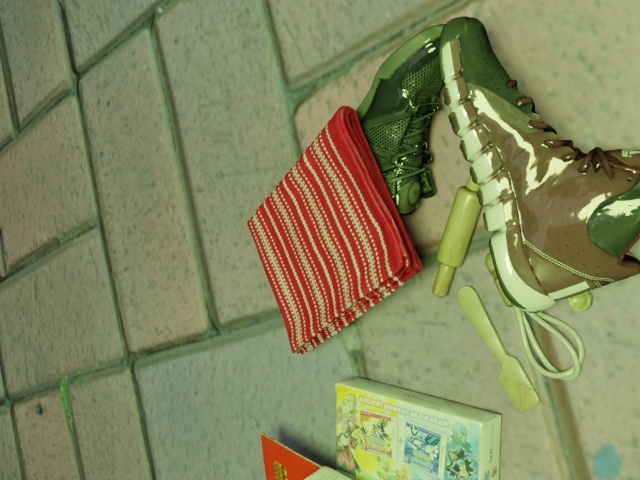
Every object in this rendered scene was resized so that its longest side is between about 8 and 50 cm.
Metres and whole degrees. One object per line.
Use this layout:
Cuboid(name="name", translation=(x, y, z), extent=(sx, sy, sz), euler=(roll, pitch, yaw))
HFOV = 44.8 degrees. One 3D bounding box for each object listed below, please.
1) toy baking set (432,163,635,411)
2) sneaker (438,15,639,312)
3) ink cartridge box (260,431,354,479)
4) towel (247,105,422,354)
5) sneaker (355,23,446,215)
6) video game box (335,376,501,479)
Cuboid(name="toy baking set", translation=(0.196, 0.035, 0.777), extent=(0.196, 0.030, 0.256), euler=(35, 116, 37))
Cuboid(name="sneaker", translation=(0.217, -0.086, 0.697), extent=(0.162, 0.106, 0.282), euler=(-17, 89, 27))
Cuboid(name="ink cartridge box", translation=(0.002, 0.394, 0.928), extent=(0.238, 0.060, 0.275), euler=(14, 118, 41))
Cuboid(name="towel", translation=(0.000, 0.000, 0.885), extent=(0.275, 0.031, 0.199), euler=(-44, 62, 51))
Cuboid(name="sneaker", translation=(0.096, -0.113, 0.828), extent=(0.130, 0.087, 0.227), euler=(56, 130, 23))
Cuboid(name="video game box", translation=(0.103, 0.266, 0.874), extent=(0.205, 0.048, 0.187), euler=(7, 101, 44))
